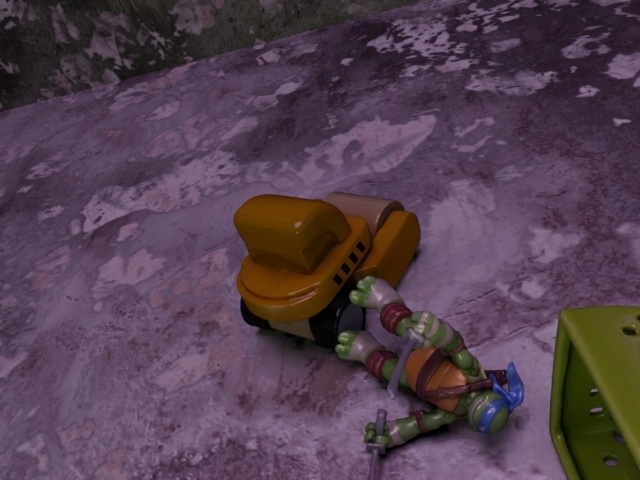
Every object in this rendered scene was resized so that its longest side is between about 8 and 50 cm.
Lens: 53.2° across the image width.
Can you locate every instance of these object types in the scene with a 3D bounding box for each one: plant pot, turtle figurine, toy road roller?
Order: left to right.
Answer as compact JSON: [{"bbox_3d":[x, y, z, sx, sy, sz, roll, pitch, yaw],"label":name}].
[{"bbox_3d":[0.000,0.000,1.035,0.202,0.241,0.329,11,48,34],"label":"toy road roller"},{"bbox_3d":[0.092,0.168,0.829,0.274,0.198,0.266,-28,34,-16],"label":"turtle figurine"},{"bbox_3d":[0.373,0.204,0.643,0.207,0.228,0.227,-10,38,1],"label":"plant pot"}]
